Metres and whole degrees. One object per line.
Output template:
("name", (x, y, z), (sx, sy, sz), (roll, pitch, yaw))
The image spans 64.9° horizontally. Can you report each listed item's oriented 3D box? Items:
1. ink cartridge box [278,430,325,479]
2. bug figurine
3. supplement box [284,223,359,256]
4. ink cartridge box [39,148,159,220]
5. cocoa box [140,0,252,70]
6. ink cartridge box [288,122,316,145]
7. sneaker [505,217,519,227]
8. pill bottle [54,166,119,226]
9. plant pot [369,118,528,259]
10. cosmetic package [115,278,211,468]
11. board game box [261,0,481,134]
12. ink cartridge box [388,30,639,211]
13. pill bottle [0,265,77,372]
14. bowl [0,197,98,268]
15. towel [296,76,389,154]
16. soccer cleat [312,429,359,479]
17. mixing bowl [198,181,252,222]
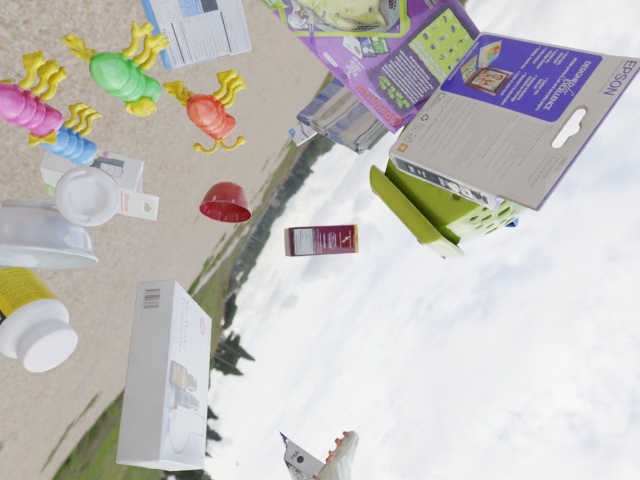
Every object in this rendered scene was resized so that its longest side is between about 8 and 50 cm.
("ink cartridge box", (-0.003, 0.698, 1.463), (0.065, 0.332, 0.166), (-45, 141, -31))
("bug figurine", (-0.229, -0.138, 0.550), (0.216, 0.278, 0.072), (29, 54, -74))
("supplement box", (0.000, 0.000, 1.369), (0.104, 0.188, 0.081), (179, -92, -78))
("ink cartridge box", (-0.698, -0.192, 1.647), (0.207, 0.353, 0.119), (133, -32, -60))
("cocoa box", (-0.338, -0.626, 1.301), (0.347, 0.227, 0.232), (-115, -169, -49))
("ink cartridge box", (-0.044, -0.309, 1.416), (0.083, 0.048, 0.028), (-33, -176, 0))
("sneaker", (0.475, -0.107, 1.423), (0.091, 0.239, 0.126), (129, -24, -57))
("pill bottle", (-0.510, -0.102, 1.111), (0.124, 0.124, 0.221), (-59, -156, -5))
("plant pot", (0.238, -0.101, 0.940), (0.207, 0.228, 0.227), (-45, 153, 13))
("cosmetic package", (-0.342, 0.318, 1.163), (0.284, 0.097, 0.378), (82, 4, -63))
("board game box", (0.080, -0.339, 0.756), (0.208, 0.346, 0.056), (-39, -146, 22))
("ink cartridge box", (0.217, -0.139, 0.583), (0.208, 0.045, 0.206), (33, -98, 42))
("pill bottle", (-0.817, 0.195, 1.370), (0.188, 0.333, 0.188), (-41, 154, -26))
("bowl", (-0.688, -0.019, 1.204), (0.298, 0.297, 0.134), (145, -53, -71))
("towel", (0.080, -0.300, 1.094), (0.209, 0.034, 0.285), (-45, -140, -4))
("soccer cleat", (0.036, 0.442, 0.959), (0.196, 0.076, 0.068), (-63, 172, 21))
("mixing bowl", (-0.319, -0.139, 1.719), (0.181, 0.181, 0.098), (137, -40, -63))
